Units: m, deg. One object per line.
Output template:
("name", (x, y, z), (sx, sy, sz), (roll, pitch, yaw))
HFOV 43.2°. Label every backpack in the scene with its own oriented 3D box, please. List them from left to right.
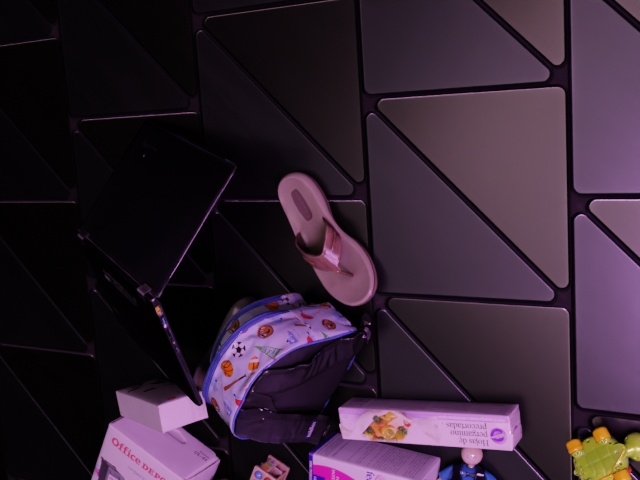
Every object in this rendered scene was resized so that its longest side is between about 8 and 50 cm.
("backpack", (-0.078, 0.225, 1.443), (0.213, 0.263, 0.277), (34, 115, 28))

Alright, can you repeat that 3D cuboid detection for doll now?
("doll", (0.266, 0.447, 1.423), (0.129, 0.046, 0.189), (3, 99, 20))

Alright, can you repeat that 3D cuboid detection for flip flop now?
("flip flop", (0.000, 0.000, 1.461), (0.112, 0.080, 0.277), (-34, 83, 30))

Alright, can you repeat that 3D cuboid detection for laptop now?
("laptop", (-0.292, 0.031, 1.574), (0.382, 0.236, 0.408), (30, 144, 49))

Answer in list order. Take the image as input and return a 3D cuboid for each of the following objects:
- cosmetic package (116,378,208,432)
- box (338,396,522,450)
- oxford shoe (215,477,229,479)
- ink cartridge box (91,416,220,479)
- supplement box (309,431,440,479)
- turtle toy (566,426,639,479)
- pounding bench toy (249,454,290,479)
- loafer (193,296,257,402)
("cosmetic package", (-0.326, 0.330, 1.640), (0.239, 0.098, 0.061), (-4, 100, 56))
("box", (0.188, 0.322, 1.430), (0.323, 0.067, 0.063), (-4, 99, 28))
("oxford shoe", (-0.132, 0.570, 1.659), (0.096, 0.083, 0.227), (-44, 75, 5))
("ink cartridge box", (-0.379, 0.549, 1.750), (0.226, 0.131, 0.306), (30, 114, 21))
("supplement box", (0.097, 0.442, 1.478), (0.219, 0.114, 0.111), (6, 102, 26))
("turtle toy", (0.461, 0.345, 1.283), (0.130, 0.066, 0.095), (-35, 59, 27))
("pounding bench toy", (-0.110, 0.489, 1.626), (0.052, 0.065, 0.083), (29, 113, 21))
("loafer", (-0.172, 0.232, 1.594), (0.087, 0.094, 0.251), (36, 115, 23))
